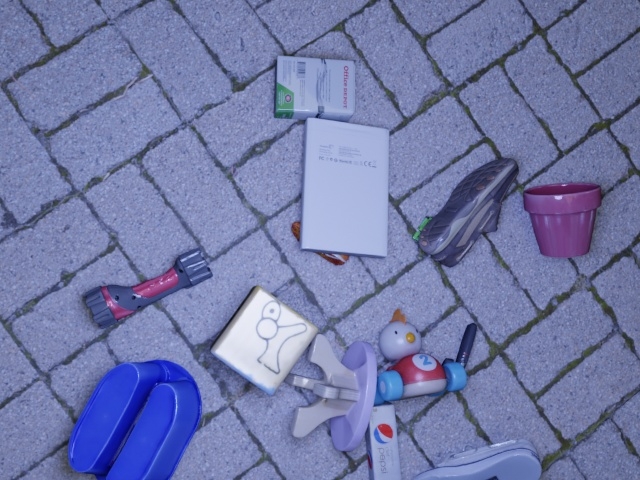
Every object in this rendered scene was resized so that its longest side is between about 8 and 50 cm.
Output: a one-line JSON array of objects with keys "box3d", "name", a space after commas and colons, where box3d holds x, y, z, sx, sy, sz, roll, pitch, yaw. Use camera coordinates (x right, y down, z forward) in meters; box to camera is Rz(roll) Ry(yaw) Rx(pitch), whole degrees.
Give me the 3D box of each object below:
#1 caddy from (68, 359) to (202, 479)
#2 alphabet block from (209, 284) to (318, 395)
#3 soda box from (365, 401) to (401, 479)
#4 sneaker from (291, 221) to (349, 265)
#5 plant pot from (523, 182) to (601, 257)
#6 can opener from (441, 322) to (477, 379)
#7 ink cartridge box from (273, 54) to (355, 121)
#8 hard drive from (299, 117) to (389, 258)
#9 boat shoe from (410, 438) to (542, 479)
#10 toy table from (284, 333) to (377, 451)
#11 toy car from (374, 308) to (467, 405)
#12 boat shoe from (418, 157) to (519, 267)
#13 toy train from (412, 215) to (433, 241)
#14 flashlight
[{"box3d": [-0.437, 0.450, 1.644, 0.241, 0.179, 0.341, 25, 81, 18], "name": "caddy"}, {"box3d": [-0.144, 0.244, 1.697, 0.192, 0.193, 0.197, 37, 81, -6], "name": "alphabet block"}, {"box3d": [0.161, 0.534, 1.786, 0.074, 0.069, 0.216, -5, 87, -10], "name": "soda box"}, {"box3d": [0.000, 0.000, 1.817, 0.175, 0.064, 0.067, 34, 59, -9], "name": "sneaker"}, {"box3d": [0.662, -0.055, 1.865, 0.201, 0.201, 0.180, -10, 103, -10], "name": "plant pot"}, {"box3d": [0.383, 0.310, 1.845, 0.073, 0.059, 0.186, 26, 82, -6], "name": "can opener"}, {"box3d": [-0.017, -0.402, 1.824, 0.208, 0.087, 0.153, 2, 85, -8], "name": "ink cartridge box"}, {"box3d": [0.066, -0.137, 1.804, 0.233, 0.047, 0.353, 6, 76, -16], "name": "hard drive"}, {"box3d": [0.393, 0.599, 1.790, 0.367, 0.156, 0.135, -28, 96, 18], "name": "boat shoe"}, {"box3d": [0.026, 0.376, 1.702, 0.161, 0.252, 0.274, 16, 70, -24], "name": "toy table"}, {"box3d": [0.221, 0.287, 1.760, 0.219, 0.210, 0.238, -4, 73, -21], "name": "toy car"}, {"box3d": [0.417, -0.075, 1.863, 0.355, 0.132, 0.130, -46, 114, -6], "name": "boat shoe"}, {"box3d": [0.281, -0.034, 1.879, 0.024, 0.017, 0.083, 35, 81, 6], "name": "toy train"}, {"box3d": [-0.428, 0.110, 1.708, 0.304, 0.103, 0.103, -27, 87, -9], "name": "flashlight"}]
